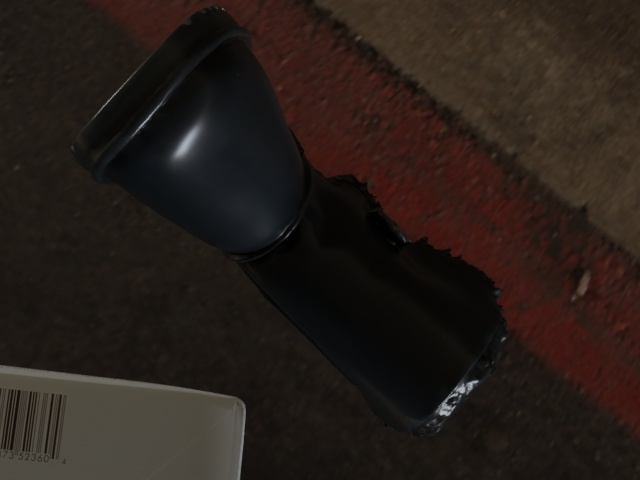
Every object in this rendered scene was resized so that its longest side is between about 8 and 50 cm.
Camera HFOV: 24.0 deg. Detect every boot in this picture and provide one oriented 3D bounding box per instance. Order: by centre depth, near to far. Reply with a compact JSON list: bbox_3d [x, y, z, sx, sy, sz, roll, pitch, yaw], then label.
[{"bbox_3d":[0.000,0.000,0.711,0.207,0.246,0.094,43,90,4],"label":"boot"}]

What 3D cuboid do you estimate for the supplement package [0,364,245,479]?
[{"bbox_3d":[-0.146,0.146,0.725,0.194,0.203,0.149,8,77,-7],"label":"supplement package"}]
